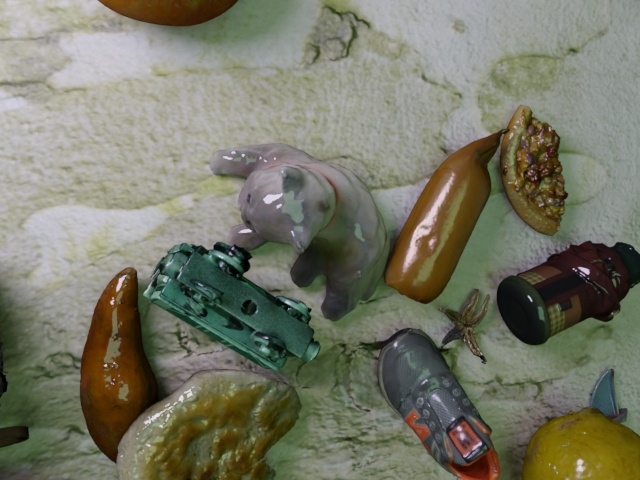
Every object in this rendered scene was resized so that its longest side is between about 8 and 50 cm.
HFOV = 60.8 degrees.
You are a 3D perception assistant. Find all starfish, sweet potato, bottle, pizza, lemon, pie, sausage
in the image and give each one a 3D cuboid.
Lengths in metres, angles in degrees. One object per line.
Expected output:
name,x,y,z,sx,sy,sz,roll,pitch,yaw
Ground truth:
starfish,0.268,0.168,1.006,0.133,0.041,0.130,-25,95,-12
sweet potato,-0.302,0.222,0.820,0.112,0.112,0.359,-9,105,-15
bottle,0.473,0.091,1.001,0.271,0.143,0.156,-20,107,-13
pizza,0.383,-0.120,0.974,0.127,0.058,0.246,-12,107,-14
lemon,0.516,0.465,1.033,0.258,0.258,0.310,-12,96,-14
pie,-0.167,0.353,0.861,0.337,0.075,0.337,-13,111,-36
sausage,0.215,-0.051,0.915,0.112,0.112,0.328,27,92,-20

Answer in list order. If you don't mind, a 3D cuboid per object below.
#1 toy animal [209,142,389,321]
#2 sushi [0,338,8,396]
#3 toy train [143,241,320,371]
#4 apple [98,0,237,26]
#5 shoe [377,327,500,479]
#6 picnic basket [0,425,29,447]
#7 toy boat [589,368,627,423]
toy animal,0.000,0.000,0.829,0.266,0.188,0.307,-11,101,-23
sushi,-0.520,0.128,0.671,0.219,0.238,0.225,-12,113,-31
toy train,-0.120,0.094,0.814,0.269,0.154,0.115,36,68,-20
apple,-0.198,-0.378,0.694,0.235,0.173,0.210,10,94,-27
shoe,0.220,0.313,0.956,0.132,0.171,0.336,-34,109,-7
picnic basket,-0.506,0.291,0.760,0.178,0.128,0.137,-6,74,-20
toy boat,0.599,0.331,1.152,0.096,0.034,0.122,-16,97,-13
